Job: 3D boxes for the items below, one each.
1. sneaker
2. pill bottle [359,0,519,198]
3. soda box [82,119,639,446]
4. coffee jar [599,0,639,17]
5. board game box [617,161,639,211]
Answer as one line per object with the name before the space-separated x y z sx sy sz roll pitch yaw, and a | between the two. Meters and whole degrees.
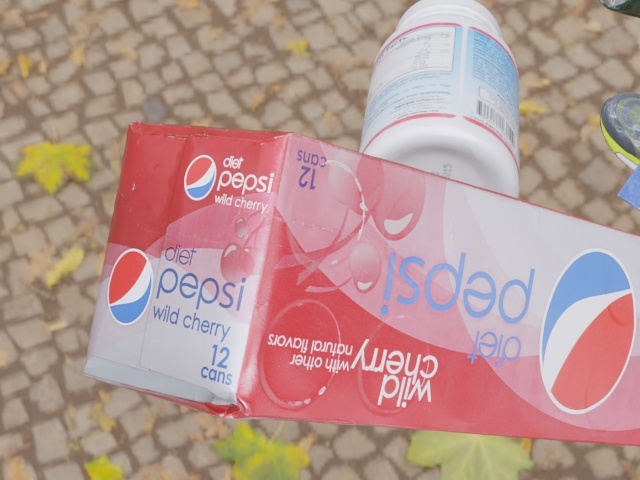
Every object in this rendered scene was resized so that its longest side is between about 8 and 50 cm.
sneaker | 0.492 -0.123 1.584 0.300 0.121 0.111 22 62 14
pill bottle | 0.069 -0.071 0.724 0.087 0.087 0.160 6 40 5
soda box | 0.045 0.025 0.495 0.083 0.263 0.092 9 88 45
coffee jar | 0.348 -0.262 1.295 0.184 0.079 0.096 6 50 -42
board game box | 0.292 -0.008 0.893 0.136 0.035 0.201 37 18 19
